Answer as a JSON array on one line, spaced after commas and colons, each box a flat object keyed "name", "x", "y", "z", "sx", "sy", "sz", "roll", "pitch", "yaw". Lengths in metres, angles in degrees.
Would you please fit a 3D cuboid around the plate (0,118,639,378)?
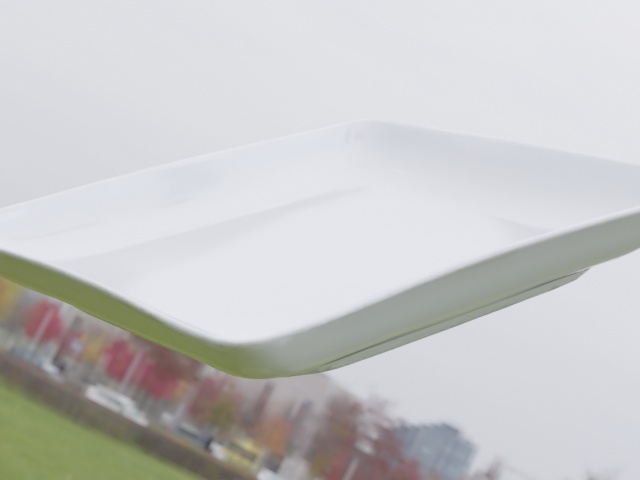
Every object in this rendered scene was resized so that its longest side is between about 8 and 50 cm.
[{"name": "plate", "x": 0.000, "y": 0.000, "z": 0.801, "sx": 0.278, "sy": 0.045, "sz": 0.277, "roll": -17, "pitch": 19, "yaw": -33}]
